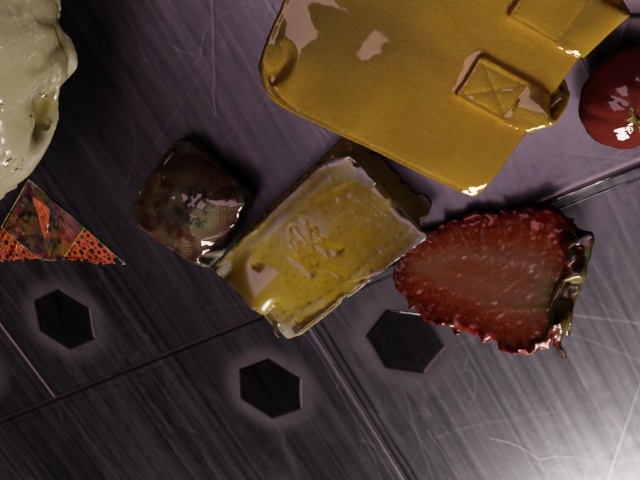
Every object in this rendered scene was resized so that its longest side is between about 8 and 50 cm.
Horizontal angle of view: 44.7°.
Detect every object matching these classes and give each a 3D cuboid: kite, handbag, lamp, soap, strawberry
[{"bbox_3d":[-0.369,-0.024,1.024,0.222,0.008,0.125,0,112,16],"label":"kite"},{"bbox_3d":[0.144,-0.254,0.698,0.283,0.133,0.401,29,120,-5],"label":"handbag"},{"bbox_3d":[0.291,-0.134,0.730,0.101,0.090,0.101,-12,128,-16],"label":"lamp"},{"bbox_3d":[0.001,-0.001,0.888,0.135,0.076,0.233,45,118,-9],"label":"soap"},{"bbox_3d":[0.196,0.030,0.854,0.208,0.087,0.167,22,101,34],"label":"strawberry"}]

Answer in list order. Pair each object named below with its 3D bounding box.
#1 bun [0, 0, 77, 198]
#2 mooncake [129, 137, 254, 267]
[{"bbox_3d":[-0.416,-0.205,0.829,0.326,0.234,0.362,30,135,8],"label":"bun"},{"bbox_3d":[-0.152,-0.043,0.914,0.125,0.073,0.130,34,118,0],"label":"mooncake"}]
